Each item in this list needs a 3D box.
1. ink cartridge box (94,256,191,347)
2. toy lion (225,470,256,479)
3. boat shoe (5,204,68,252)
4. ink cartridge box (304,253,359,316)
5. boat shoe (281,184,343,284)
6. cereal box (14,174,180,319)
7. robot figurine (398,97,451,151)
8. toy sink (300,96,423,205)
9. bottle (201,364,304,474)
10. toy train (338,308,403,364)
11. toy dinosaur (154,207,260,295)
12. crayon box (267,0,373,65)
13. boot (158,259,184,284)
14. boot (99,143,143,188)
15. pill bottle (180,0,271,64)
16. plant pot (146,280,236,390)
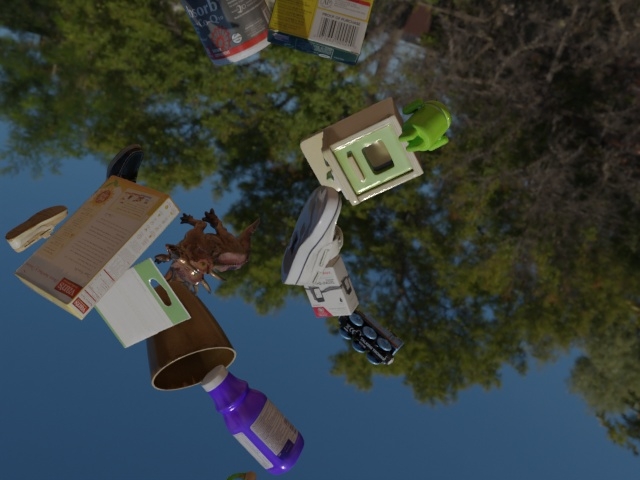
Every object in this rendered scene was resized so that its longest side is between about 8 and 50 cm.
[{"bbox_3d":[-0.414,0.137,1.695,0.171,0.235,0.056,58,-151,-12],"label":"ink cartridge box"},{"bbox_3d":[-0.175,0.526,1.490,0.096,0.034,0.100,-1,-113,-19],"label":"toy lion"},{"bbox_3d":[-0.716,-0.030,1.868,0.170,0.059,0.063,-36,-139,-29],"label":"boat shoe"},{"bbox_3d":[0.020,0.118,1.902,0.109,0.150,0.063,-8,-154,32],"label":"ink cartridge box"},{"bbox_3d":[0.000,0.000,1.407,0.088,0.267,0.096,9,-136,-17],"label":"boat shoe"},{"bbox_3d":[-0.368,0.003,1.210,0.173,0.240,0.047,20,152,39],"label":"cereal box"},{"bbox_3d":[0.196,-0.212,1.353,0.101,0.115,0.067,51,156,-18],"label":"robot figurine"},{"bbox_3d":[0.084,-0.180,1.597,0.234,0.152,0.131,-23,-154,15],"label":"toy sink"},{"bbox_3d":[-0.159,0.409,1.691,0.283,0.092,0.118,50,-143,-14],"label":"bottle"},{"bbox_3d":[0.129,0.251,1.939,0.184,0.080,0.105,41,-154,13],"label":"toy train"},{"bbox_3d":[-0.238,0.030,1.644,0.296,0.127,0.200,-10,-147,-39],"label":"toy dinosaur"},{"bbox_3d":[0.023,-0.556,1.567,0.202,0.318,0.081,16,174,-3],"label":"crayon box"},{"bbox_3d":[-0.473,0.082,2.436,0.073,0.152,0.197,18,163,-28],"label":"boot"},{"bbox_3d":[-0.478,-0.111,1.882,0.178,0.236,0.085,48,-149,18],"label":"boot"},{"bbox_3d":[-0.279,-0.679,1.978,0.210,0.362,0.210,-21,-152,12],"label":"pill bottle"},{"bbox_3d":[-0.390,0.249,2.038,0.237,0.237,0.254,0,-127,-43],"label":"plant pot"}]
